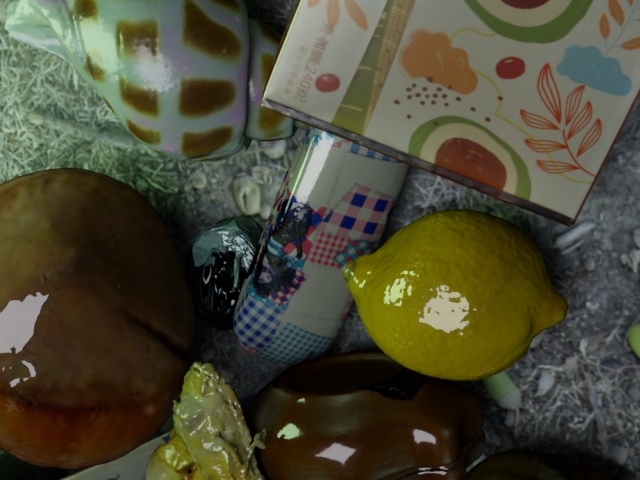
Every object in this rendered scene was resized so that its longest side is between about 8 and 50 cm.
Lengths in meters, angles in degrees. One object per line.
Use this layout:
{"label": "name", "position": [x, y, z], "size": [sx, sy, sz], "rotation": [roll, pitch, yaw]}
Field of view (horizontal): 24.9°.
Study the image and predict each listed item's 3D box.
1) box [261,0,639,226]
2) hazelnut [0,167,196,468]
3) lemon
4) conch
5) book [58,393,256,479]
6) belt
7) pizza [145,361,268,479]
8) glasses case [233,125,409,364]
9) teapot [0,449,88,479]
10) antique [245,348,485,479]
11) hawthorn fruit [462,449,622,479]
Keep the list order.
{"label": "box", "position": [0.167, -0.254, 1.429], "size": [0.344, 0.122, 0.385], "rotation": [21, 115, -5]}
{"label": "hazelnut", "position": [-0.315, 0.093, 1.703], "size": [0.372, 0.315, 0.373], "rotation": [-9, 80, 63]}
{"label": "lemon", "position": [0.144, 0.058, 1.556], "size": [0.244, 0.187, 0.187], "rotation": [5, 108, 14]}
{"label": "conch", "position": [-0.158, -0.199, 1.614], "size": [0.368, 0.249, 0.197], "rotation": [41, 84, -6]}
{"label": "book", "position": [-0.181, 0.352, 1.764], "size": [0.322, 0.018, 0.228], "rotation": [-24, 97, -14]}
{"label": "belt", "position": [-0.109, 0.040, 1.734], "size": [0.105, 0.058, 0.140], "rotation": [11, 109, 18]}
{"label": "pizza", "position": [-0.137, 0.261, 1.615], "size": [0.280, 0.075, 0.288], "rotation": [19, 122, 44]}
{"label": "glasses case", "position": [0.000, 0.000, 1.644], "size": [0.125, 0.076, 0.328], "rotation": [15, 115, -17]}
{"label": "teapot", "position": [-0.427, 0.357, 1.806], "size": [0.300, 0.344, 0.253], "rotation": [38, 121, 11]}
{"label": "antique", "position": [0.041, 0.206, 1.623], "size": [0.278, 0.223, 0.129], "rotation": [0, 107, 33]}
{"label": "hawthorn fruit", "position": [0.227, 0.387, 1.576], "size": [0.267, 0.268, 0.301], "rotation": [38, 125, 10]}
